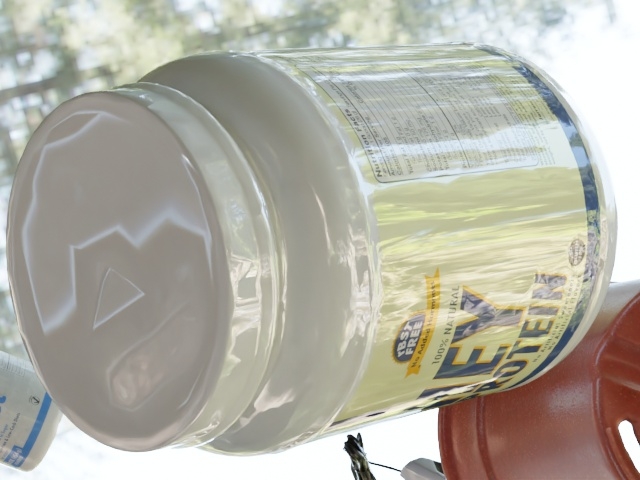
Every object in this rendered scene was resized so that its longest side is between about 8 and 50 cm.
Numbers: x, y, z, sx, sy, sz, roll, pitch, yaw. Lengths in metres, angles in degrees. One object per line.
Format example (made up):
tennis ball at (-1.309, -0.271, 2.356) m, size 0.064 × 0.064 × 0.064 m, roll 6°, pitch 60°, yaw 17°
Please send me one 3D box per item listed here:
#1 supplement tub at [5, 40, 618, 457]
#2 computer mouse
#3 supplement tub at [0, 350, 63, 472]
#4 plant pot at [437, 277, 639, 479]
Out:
supplement tub at (0.000, 0.000, 0.999) m, size 0.235 × 0.325 × 0.235 m, roll 9°, pitch -77°, yaw 45°
computer mouse at (0.116, 0.260, 1.722) m, size 0.193 × 0.042 × 0.106 m, roll 10°, pitch -44°, yaw 19°
supplement tub at (-0.226, 0.104, 1.081) m, size 0.071 × 0.107 × 0.071 m, roll -56°, pitch -160°, yaw 33°
plant pot at (0.261, 0.140, 1.305) m, size 0.272 × 0.272 × 0.265 m, roll 67°, pitch -17°, yaw 5°
